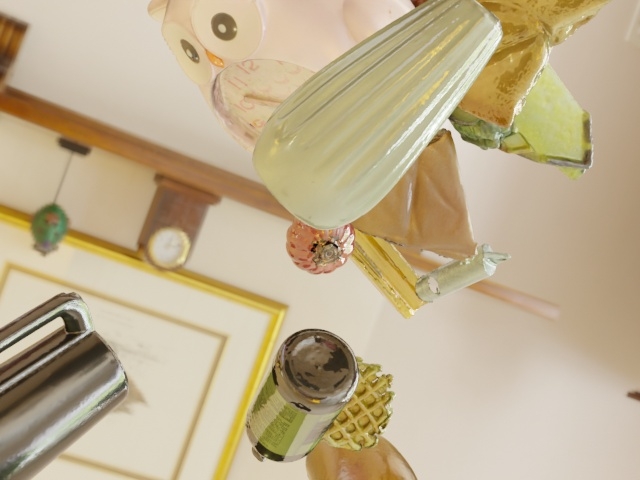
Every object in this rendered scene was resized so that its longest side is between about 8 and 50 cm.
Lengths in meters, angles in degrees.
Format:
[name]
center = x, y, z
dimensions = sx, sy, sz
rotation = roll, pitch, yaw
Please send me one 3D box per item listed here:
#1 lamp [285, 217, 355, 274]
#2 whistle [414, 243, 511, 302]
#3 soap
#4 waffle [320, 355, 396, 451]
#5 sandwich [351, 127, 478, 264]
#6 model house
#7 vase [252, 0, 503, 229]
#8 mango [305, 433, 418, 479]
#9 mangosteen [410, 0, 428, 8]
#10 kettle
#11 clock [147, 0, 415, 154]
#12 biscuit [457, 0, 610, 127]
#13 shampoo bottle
[lamp]
center = 0.000, 0.000, 1.431
dimensions = 0.108, 0.107, 0.092
rotation = 21, -162, -29
[whistle]
center = 0.273, 0.065, 1.871
dimensions = 0.062, 0.062, 0.312
rotation = 20, 160, -13
[soap]
center = 0.129, 0.037, 2.345
dimensions = 0.324, 0.096, 0.204
rotation = 48, 179, -29
[waffle]
center = 0.033, 0.271, 1.607
dimensions = 0.184, 0.169, 0.036
rotation = 14, -165, -3
[sandwich]
center = 0.185, -0.085, 1.602
dimensions = 0.245, 0.212, 0.063
rotation = 16, -164, -16
[model house]
center = 0.337, -0.185, 1.587
dimensions = 0.211, 0.170, 0.194
rotation = 44, 180, -21
[vase]
center = 0.056, -0.124, 0.865
dimensions = 0.128, 0.248, 0.128
rotation = 45, -169, -11
[mango]
center = 0.083, 0.494, 1.880
dimensions = 0.317, 0.211, 0.173
rotation = 54, 167, 47
[mangosteen]
center = 0.212, -0.432, 1.775
dimensions = 0.200, 0.199, 0.200
rotation = 20, 179, 0
[kettle]
center = -0.513, 0.263, 1.632
dimensions = 0.203, 0.308, 0.262
rotation = -9, 113, 49
[clock]
center = -0.035, -0.292, 1.396
dimensions = 0.377, 0.250, 0.368
rotation = 36, 148, -26
[biscuit]
center = 0.238, -0.267, 1.068
dimensions = 0.154, 0.299, 0.045
rotation = 50, -147, 18
[shampoo bottle]
center = -0.036, 0.213, 1.186
dimensions = 0.101, 0.101, 0.283
rotation = 20, 144, -4
